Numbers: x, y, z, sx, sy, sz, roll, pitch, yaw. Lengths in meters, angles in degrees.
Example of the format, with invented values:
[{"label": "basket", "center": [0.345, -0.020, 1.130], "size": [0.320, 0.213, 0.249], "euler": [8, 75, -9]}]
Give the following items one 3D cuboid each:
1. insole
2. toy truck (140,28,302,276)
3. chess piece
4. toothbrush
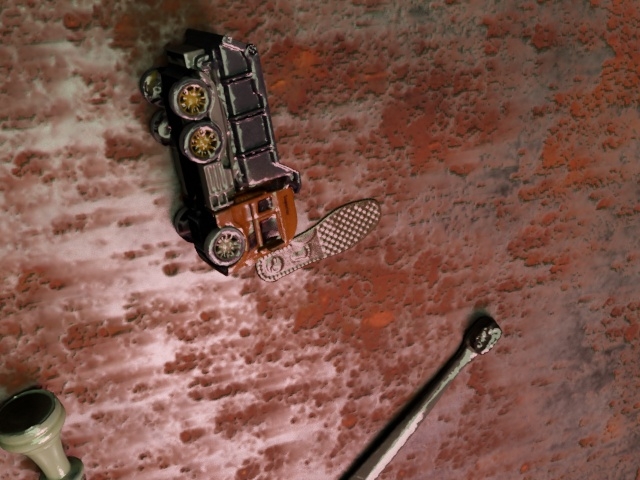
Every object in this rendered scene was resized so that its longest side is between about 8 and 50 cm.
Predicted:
[{"label": "insole", "center": [0.000, 0.000, 0.853], "size": [0.135, 0.002, 0.045], "euler": [-26, 117, -15]}, {"label": "toy truck", "center": [-0.078, -0.074, 0.743], "size": [0.092, 0.083, 0.192], "euler": [-21, 115, -24]}, {"label": "chess piece", "center": [-0.225, 0.199, 0.791], "size": [0.059, 0.059, 0.149], "euler": [-28, 124, -15]}, {"label": "toothbrush", "center": [0.088, 0.197, 0.951], "size": [0.030, 0.030, 0.297], "euler": [41, 89, -5]}]
